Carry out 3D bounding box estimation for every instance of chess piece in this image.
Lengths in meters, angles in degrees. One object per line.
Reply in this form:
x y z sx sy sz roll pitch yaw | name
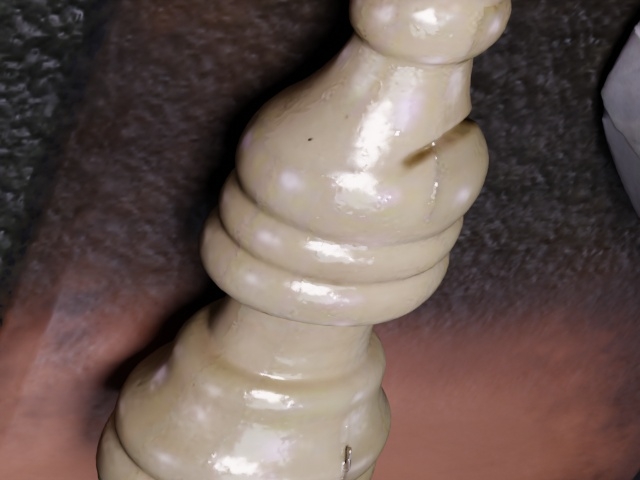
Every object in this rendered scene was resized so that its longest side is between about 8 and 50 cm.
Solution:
0.000 0.000 0.837 0.139 0.124 0.307 19 125 -3 | chess piece

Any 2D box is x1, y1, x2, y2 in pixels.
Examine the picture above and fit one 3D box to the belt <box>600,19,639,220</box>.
0.294 -0.039 0.952 0.212 0.117 0.347 -44 140 18 | belt
